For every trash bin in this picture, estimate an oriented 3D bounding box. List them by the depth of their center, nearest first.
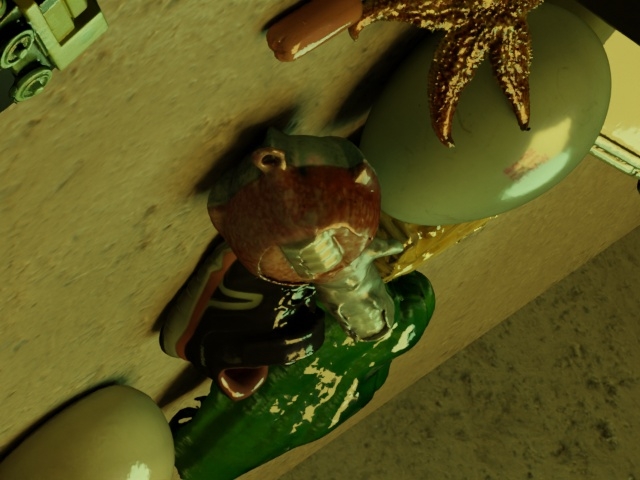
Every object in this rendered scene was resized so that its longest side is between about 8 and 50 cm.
[{"bbox_3d":[0.330,-0.206,1.940,0.243,0.121,0.247,27,120,-29],"label":"trash bin"}]

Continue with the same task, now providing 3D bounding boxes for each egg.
[{"bbox_3d":[0.149,-0.114,1.780,0.264,0.183,0.183,-35,171,24],"label":"egg"}]

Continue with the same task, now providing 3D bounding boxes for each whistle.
[{"bbox_3d":[-0.001,0.001,1.754,0.142,0.133,0.346,-36,148,-3],"label":"whistle"}]

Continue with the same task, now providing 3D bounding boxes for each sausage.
[{"bbox_3d":[-0.005,-0.168,1.477,0.083,0.034,0.034,-33,167,-22],"label":"sausage"}]

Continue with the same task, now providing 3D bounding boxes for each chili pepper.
[{"bbox_3d":[-0.020,0.154,2.299,0.385,0.167,0.213,-44,165,26],"label":"chili pepper"}]

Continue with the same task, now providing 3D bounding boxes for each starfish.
[{"bbox_3d":[0.135,-0.189,1.612,0.241,0.227,0.043,-9,-158,-19],"label":"starfish"}]

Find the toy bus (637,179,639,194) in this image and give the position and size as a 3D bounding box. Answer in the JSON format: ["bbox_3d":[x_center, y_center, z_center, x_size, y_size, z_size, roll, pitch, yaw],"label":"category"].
[{"bbox_3d":[0.516,-0.186,2.189,0.233,0.203,0.427,107,5,-46],"label":"toy bus"}]

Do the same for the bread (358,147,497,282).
[{"bbox_3d":[0.114,-0.063,1.980,0.250,0.133,0.179,-31,167,-30],"label":"bread"}]

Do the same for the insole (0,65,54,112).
[{"bbox_3d":[-0.223,-0.080,1.209,0.188,0.004,0.064,-38,168,-7],"label":"insole"}]

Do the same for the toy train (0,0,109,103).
[{"bbox_3d":[-0.166,-0.127,1.106,0.081,0.050,0.122,-42,168,-8],"label":"toy train"}]

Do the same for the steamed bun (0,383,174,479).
[{"bbox_3d":[-0.251,0.272,2.081,0.232,0.145,0.232,-37,168,-9],"label":"steamed bun"}]

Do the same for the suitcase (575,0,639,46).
[{"bbox_3d":[0.242,-0.222,1.052,0.194,0.434,0.283,-35,155,-36],"label":"suitcase"}]

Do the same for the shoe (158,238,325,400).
[{"bbox_3d":[-0.054,0.064,1.931,0.114,0.137,0.291,-28,162,-47],"label":"shoe"}]
